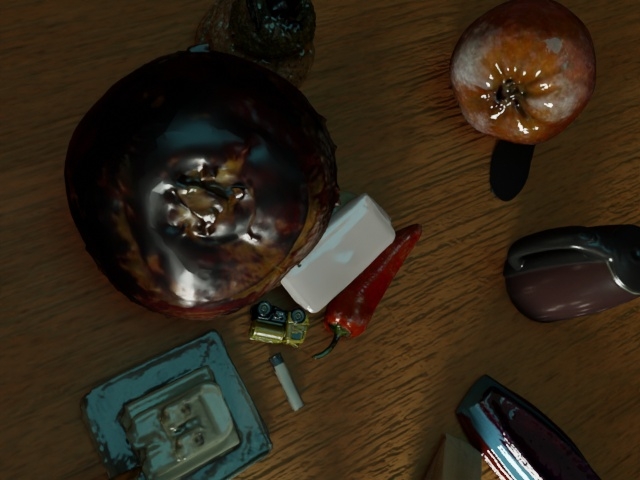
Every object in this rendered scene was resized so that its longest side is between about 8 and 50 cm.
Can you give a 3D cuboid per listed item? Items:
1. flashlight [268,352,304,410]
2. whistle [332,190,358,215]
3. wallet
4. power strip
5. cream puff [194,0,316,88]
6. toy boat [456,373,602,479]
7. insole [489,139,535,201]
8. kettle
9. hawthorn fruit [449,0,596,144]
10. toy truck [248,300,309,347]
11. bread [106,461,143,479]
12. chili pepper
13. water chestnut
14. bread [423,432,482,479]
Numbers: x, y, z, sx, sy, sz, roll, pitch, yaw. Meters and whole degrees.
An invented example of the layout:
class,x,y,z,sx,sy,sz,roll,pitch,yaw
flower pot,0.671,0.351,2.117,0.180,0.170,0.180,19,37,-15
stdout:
class,x,y,z,sx,sy,sz,roll,pitch,yaw
flashlight,-0.049,0.201,0.983,0.018,0.018,0.083,-24,87,-23
whistle,0.000,0.000,1.026,0.198,0.057,0.104,-35,91,-25
wallet,0.026,0.016,0.995,0.190,0.033,0.095,-40,105,-16
power strip,-0.182,0.242,0.899,0.213,0.064,0.198,-28,90,-25
cream puff,-0.083,-0.305,1.006,0.183,0.169,0.183,4,78,-20
toy boat,0.377,0.373,1.077,0.392,0.079,0.136,45,69,-3
insole,0.354,-0.170,1.227,0.080,0.003,0.232,33,68,-11
kettle,0.396,0.034,1.071,0.202,0.232,0.144,26,69,-13
hawthorn fruit,0.348,-0.279,1.127,0.263,0.231,0.235,-22,97,-19
toy truck,-0.058,0.121,0.982,0.083,0.049,0.054,13,75,-16
bread,-0.283,0.452,0.717,0.315,0.248,0.279,-25,92,-11
chili pepper,0.066,0.071,1.031,0.071,0.063,0.272,36,67,2
water chestnut,-0.151,-0.081,0.882,0.350,0.302,0.350,-10,118,-20
bread,0.181,0.382,1.025,0.077,0.105,0.152,35,37,-9
